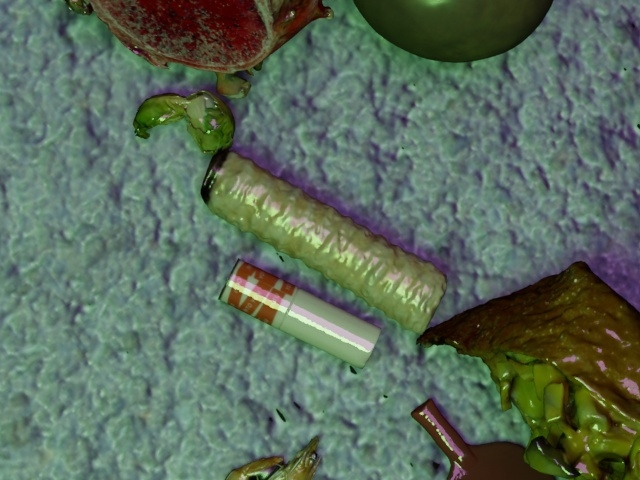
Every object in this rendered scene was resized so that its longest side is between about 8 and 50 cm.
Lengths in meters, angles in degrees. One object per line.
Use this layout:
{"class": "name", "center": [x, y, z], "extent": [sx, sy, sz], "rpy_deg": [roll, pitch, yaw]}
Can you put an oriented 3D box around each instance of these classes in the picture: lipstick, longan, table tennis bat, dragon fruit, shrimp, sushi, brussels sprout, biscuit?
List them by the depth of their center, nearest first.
{"class": "sushi", "center": [0.223, 0.141, 1.444], "extent": [0.296, 0.167, 0.179], "rpy_deg": [45, 72, 2]}
{"class": "dragon fruit", "center": [-0.101, -0.218, 1.478], "extent": [0.282, 0.211, 0.147], "rpy_deg": [4, 69, 20]}
{"class": "shrimp", "center": [-0.043, 0.194, 1.479], "extent": [0.059, 0.023, 0.108], "rpy_deg": [31, 75, 9]}
{"class": "lipstick", "center": [-0.017, 0.059, 1.501], "extent": [0.130, 0.038, 0.038], "rpy_deg": [27, 76, -2]}
{"class": "table tennis bat", "center": [0.130, 0.193, 1.503], "extent": [0.098, 0.019, 0.155], "rpy_deg": [-39, 87, -15]}
{"class": "biscuit", "center": [0.000, 0.000, 1.508], "extent": [0.219, 0.055, 0.061], "rpy_deg": [29, 80, 0]}
{"class": "brussels sprout", "center": [-0.110, -0.100, 1.519], "extent": [0.083, 0.046, 0.051], "rpy_deg": [14, 79, -4]}
{"class": "longan", "center": [0.105, -0.236, 1.529], "extent": [0.184, 0.159, 0.204], "rpy_deg": [-3, 38, -26]}
